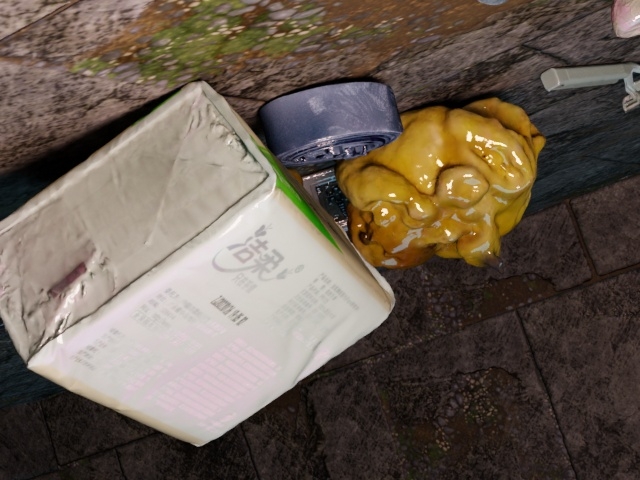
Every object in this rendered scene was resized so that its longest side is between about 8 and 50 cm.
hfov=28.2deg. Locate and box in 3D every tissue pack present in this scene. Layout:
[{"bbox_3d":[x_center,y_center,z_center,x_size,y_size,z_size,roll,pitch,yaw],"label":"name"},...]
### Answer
[{"bbox_3d":[-0.142,0.044,1.459,0.331,0.205,0.405,-37,150,4],"label":"tissue pack"}]

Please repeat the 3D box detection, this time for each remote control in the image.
[{"bbox_3d":[0.122,-0.101,2.051,0.313,0.109,0.055,-17,-156,-3],"label":"remote control"}]

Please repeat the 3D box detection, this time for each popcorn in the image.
[{"bbox_3d":[0.185,-0.066,1.849,0.315,0.281,0.297,-30,156,-5],"label":"popcorn"}]

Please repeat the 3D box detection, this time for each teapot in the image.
[{"bbox_3d":[0.359,-0.275,1.457,0.064,0.064,0.083,-19,168,-9],"label":"teapot"}]

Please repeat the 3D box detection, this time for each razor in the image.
[{"bbox_3d":[0.426,-0.245,1.922,0.277,0.056,0.111,-1,161,-43],"label":"razor"}]

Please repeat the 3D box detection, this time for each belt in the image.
[{"bbox_3d":[0.017,-0.138,1.552,0.141,0.082,0.190,-18,173,43],"label":"belt"}]

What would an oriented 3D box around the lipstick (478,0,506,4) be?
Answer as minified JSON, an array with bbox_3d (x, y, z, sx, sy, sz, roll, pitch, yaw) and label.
[{"bbox_3d":[0.189,-0.275,1.101,0.053,0.053,0.234,-16,171,-18],"label":"lipstick"}]

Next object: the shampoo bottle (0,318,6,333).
[{"bbox_3d":[-0.461,0.097,2.132,0.309,0.071,0.098,-18,171,-1],"label":"shampoo bottle"}]

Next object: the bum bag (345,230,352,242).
[{"bbox_3d":[0.000,0.000,2.510,0.142,0.080,0.326,-18,173,-29],"label":"bum bag"}]

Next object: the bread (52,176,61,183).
[{"bbox_3d":[-0.243,-0.049,1.517,0.177,0.084,0.119,-23,152,-3],"label":"bread"}]

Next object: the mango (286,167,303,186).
[{"bbox_3d":[-0.086,-0.054,1.821,0.115,0.089,0.165,-65,161,11],"label":"mango"}]
